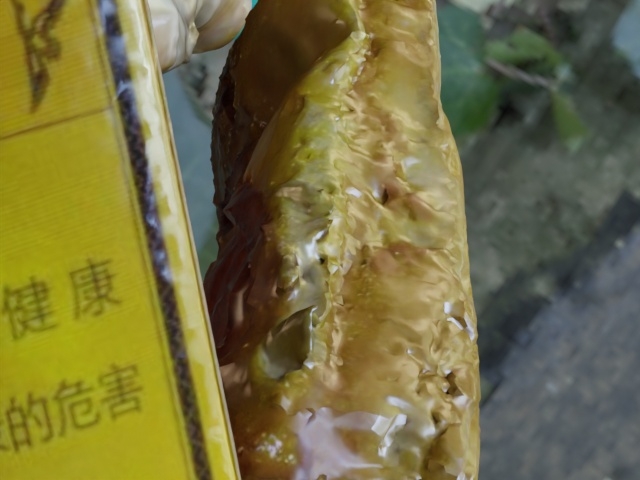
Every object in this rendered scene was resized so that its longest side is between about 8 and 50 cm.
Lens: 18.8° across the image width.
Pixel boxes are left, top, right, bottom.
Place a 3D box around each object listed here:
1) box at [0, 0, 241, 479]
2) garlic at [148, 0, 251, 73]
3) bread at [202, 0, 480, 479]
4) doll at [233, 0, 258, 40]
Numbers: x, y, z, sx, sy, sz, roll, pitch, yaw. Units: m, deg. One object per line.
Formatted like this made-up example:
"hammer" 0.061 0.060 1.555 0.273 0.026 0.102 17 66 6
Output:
"box" -0.139 -0.031 0.508 0.193 0.084 0.301 -17 115 -15
"garlic" -0.158 -0.095 0.798 0.217 0.228 0.110 -61 137 -72
"bread" 0.000 0.000 0.771 0.109 0.380 0.185 2 131 0
"doll" -0.070 -0.227 1.231 0.195 0.153 0.258 -5 157 0
